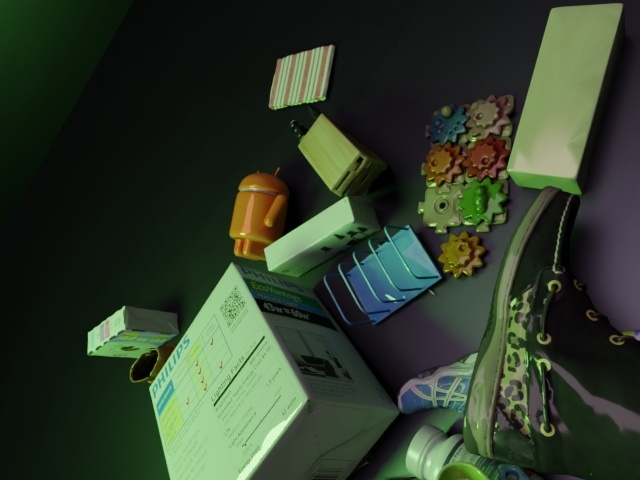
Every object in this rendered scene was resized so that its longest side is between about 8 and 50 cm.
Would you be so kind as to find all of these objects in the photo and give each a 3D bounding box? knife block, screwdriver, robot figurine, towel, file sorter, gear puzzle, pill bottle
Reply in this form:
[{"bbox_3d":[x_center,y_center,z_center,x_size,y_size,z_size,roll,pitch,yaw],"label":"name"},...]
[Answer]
[{"bbox_3d":[0.011,-0.196,0.987,0.242,0.275,0.088,40,106,10],"label":"knife block"},{"bbox_3d":[0.156,0.052,0.926,0.025,0.024,0.170,-34,54,-7],"label":"screwdriver"},{"bbox_3d":[-0.141,-0.064,1.147,0.128,0.158,0.220,9,81,1],"label":"robot figurine"},{"bbox_3d":[-0.048,-0.414,1.242,0.196,0.029,0.144,3,79,39],"label":"towel"},{"bbox_3d":[0.109,0.066,0.887,0.170,0.104,0.118,-41,65,28],"label":"file sorter"},{"bbox_3d":[0.249,-0.099,0.874,0.175,0.044,0.340,-2,76,40],"label":"gear puzzle"},{"bbox_3d":[0.222,0.353,0.718,0.180,0.107,0.108,18,89,43],"label":"pill bottle"}]

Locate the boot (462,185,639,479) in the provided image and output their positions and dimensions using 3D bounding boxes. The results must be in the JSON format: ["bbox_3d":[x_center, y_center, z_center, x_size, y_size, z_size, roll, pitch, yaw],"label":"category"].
[{"bbox_3d":[0.358,0.123,0.595,0.284,0.138,0.378,12,71,35],"label":"boot"}]

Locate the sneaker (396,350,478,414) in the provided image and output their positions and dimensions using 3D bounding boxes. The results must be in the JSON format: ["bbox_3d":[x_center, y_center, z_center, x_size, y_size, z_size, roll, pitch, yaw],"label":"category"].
[{"bbox_3d":[0.213,0.243,0.778,0.211,0.080,0.081,-34,54,30],"label":"sneaker"}]

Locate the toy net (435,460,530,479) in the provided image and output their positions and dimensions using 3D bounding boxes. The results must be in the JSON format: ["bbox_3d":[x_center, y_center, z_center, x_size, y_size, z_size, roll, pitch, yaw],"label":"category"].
[{"bbox_3d":[0.263,0.296,0.640,0.232,0.045,0.122,-32,34,-26],"label":"toy net"}]

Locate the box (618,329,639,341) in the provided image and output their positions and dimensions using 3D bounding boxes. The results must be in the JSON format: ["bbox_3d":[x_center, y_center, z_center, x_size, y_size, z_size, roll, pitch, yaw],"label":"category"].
[{"bbox_3d":[0.405,0.178,0.657,0.178,0.042,0.109,-14,68,38],"label":"box"}]

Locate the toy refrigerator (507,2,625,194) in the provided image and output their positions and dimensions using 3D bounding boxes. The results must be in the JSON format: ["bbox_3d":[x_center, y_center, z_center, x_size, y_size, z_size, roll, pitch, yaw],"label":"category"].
[{"bbox_3d":[0.387,-0.217,0.762,0.102,0.094,0.270,14,87,35],"label":"toy refrigerator"}]

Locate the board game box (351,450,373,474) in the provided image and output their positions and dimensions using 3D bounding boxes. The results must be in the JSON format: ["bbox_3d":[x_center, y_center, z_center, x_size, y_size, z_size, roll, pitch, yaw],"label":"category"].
[{"bbox_3d":[0.007,0.408,0.942,0.186,0.026,0.126,-42,53,24],"label":"board game box"}]

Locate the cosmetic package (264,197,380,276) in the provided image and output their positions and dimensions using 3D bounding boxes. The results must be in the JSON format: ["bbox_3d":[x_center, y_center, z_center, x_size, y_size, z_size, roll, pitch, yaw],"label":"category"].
[{"bbox_3d":[0.000,0.000,1.024,0.239,0.098,0.061,-31,58,31],"label":"cosmetic package"}]

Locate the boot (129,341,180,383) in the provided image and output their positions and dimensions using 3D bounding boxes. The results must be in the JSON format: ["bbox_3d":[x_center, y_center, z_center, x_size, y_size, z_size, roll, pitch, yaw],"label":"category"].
[{"bbox_3d":[-0.275,0.244,1.105,0.283,0.220,0.109,-39,55,26],"label":"boot"}]

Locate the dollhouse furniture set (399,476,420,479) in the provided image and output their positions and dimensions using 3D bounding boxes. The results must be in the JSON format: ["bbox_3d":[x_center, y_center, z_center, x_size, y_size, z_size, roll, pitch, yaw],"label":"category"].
[{"bbox_3d":[0.065,0.512,0.750,0.242,0.160,0.212,-30,67,35],"label":"dollhouse furniture set"}]

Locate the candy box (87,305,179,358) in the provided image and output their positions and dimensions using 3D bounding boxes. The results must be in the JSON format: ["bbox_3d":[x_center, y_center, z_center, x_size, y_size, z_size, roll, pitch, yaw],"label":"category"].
[{"bbox_3d":[-0.521,0.260,1.350,0.196,0.164,0.070,-32,58,29],"label":"candy box"}]

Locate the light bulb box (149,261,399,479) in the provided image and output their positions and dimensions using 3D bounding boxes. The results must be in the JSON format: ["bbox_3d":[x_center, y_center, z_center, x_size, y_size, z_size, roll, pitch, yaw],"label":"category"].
[{"bbox_3d":[-0.113,0.300,0.914,0.358,0.225,0.361,-55,40,13],"label":"light bulb box"}]
